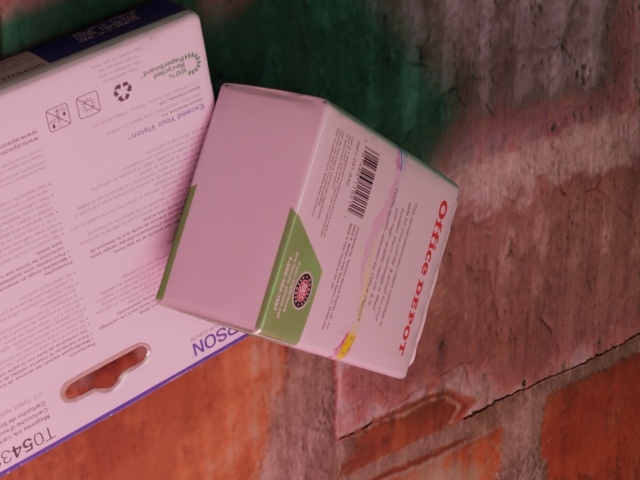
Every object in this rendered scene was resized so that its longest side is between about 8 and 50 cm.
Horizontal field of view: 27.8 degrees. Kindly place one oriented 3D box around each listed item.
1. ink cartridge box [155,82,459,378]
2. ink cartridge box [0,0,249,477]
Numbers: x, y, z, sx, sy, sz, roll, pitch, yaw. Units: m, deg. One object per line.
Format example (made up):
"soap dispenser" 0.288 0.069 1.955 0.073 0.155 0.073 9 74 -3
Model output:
"ink cartridge box" 0.000 0.000 1.175 0.278 0.117 0.201 25 81 -58
"ink cartridge box" -0.221 0.004 1.088 0.324 0.071 0.330 -28 128 -29
